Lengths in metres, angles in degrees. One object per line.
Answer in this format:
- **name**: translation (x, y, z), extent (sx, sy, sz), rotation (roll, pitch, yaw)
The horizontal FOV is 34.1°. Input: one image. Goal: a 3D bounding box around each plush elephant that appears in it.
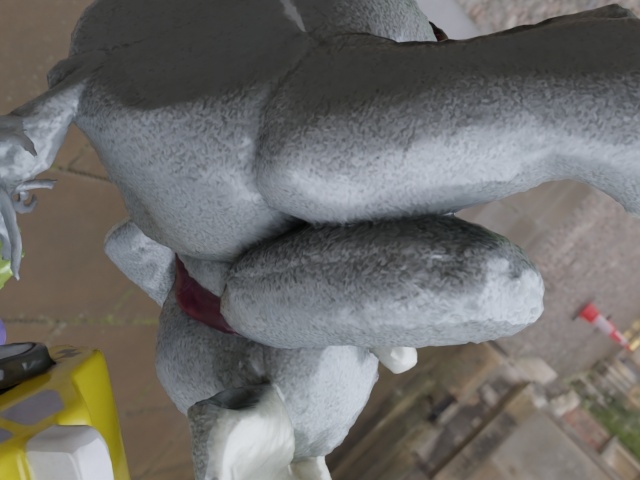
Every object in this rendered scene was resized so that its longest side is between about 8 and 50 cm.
- **plush elephant**: translation (0.000, 0.000, 0.488), extent (0.329, 0.272, 0.255), rotation (-23, 136, -3)

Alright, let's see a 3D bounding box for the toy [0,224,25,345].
- **toy**: translation (-0.173, 0.008, 0.475), extent (0.137, 0.056, 0.237), rotation (-75, 168, -54)

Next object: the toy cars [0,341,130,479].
- **toy cars**: translation (-0.149, 0.046, 0.278), extent (0.087, 0.177, 0.394), rotation (-8, 148, 23)
